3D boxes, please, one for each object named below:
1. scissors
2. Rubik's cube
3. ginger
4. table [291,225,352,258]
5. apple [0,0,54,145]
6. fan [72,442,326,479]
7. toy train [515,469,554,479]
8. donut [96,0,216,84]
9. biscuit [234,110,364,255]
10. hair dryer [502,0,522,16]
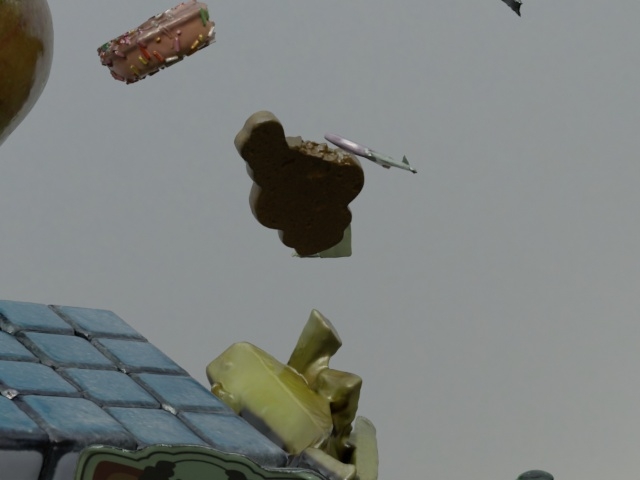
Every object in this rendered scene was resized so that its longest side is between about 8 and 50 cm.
[{"bbox_3d":[0.082,-0.114,1.614,0.110,0.212,0.021,22,-89,-25],"label":"scissors"},{"bbox_3d":[-0.292,0.261,1.077,0.337,0.344,0.343,10,-79,-45],"label":"Rubik's cube"},{"bbox_3d":[0.041,0.303,1.624,0.211,0.413,0.358,-44,19,-25],"label":"ginger"},{"bbox_3d":[0.000,0.000,2.128,0.079,0.062,0.083,-2,1,-42],"label":"table"},{"bbox_3d":[-0.528,-0.261,1.453,0.401,0.333,0.400,2,-50,2],"label":"apple"},{"bbox_3d":[-0.049,0.178,0.557,0.132,0.009,0.219,5,-57,11],"label":"fan"},{"bbox_3d":[0.243,0.417,1.304,0.159,0.129,0.326,-24,-72,-39],"label":"toy train"},{"bbox_3d":[-0.215,-0.240,1.481,0.166,0.065,0.117,-19,14,40],"label":"donut"},{"bbox_3d":[-0.036,-0.094,1.856,0.183,0.047,0.320,-40,-42,8],"label":"biscuit"},{"bbox_3d":[0.268,-0.429,1.624,0.313,0.340,0.123,-8,-38,-7],"label":"hair dryer"}]
